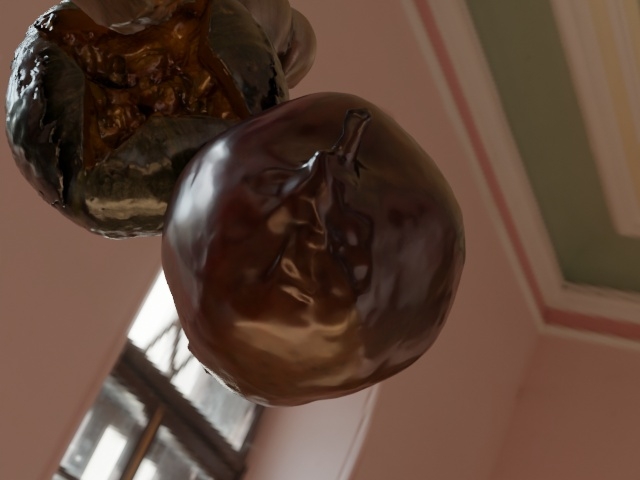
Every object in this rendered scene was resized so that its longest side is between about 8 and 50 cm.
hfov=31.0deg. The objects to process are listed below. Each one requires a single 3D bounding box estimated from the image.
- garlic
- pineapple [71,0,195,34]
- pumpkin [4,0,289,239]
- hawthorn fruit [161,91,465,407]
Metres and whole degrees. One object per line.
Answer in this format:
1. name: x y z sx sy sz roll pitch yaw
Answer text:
1. garlic: -0.109 -0.279 1.526 0.160 0.191 0.214 -36 -49 9
2. pineapple: -0.089 -0.262 0.841 0.128 0.248 0.128 30 -30 19
3. pumpkin: -0.191 -0.152 1.274 0.320 0.320 0.192 24 -21 3
4. hawthorn fruit: -0.003 0.011 1.086 0.308 0.308 0.325 34 -2 -17
